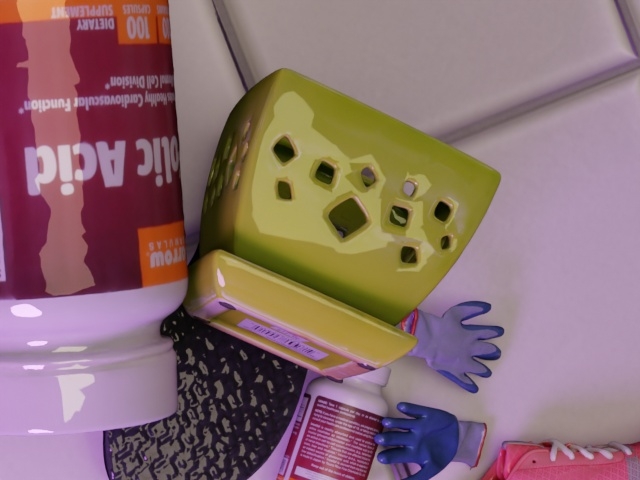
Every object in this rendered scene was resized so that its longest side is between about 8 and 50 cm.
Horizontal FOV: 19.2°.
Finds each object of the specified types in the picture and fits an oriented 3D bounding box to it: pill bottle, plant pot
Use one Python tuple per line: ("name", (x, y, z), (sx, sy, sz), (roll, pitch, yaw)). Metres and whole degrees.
("pill bottle", (-0.230, -0.038, 1.637), (0.224, 0.224, 0.392), (-5, 94, -12))
("plant pot", (0.000, 0.000, 1.709), (0.228, 0.227, 0.207), (24, 77, -10))
("pill bottle", (0.016, 0.188, 1.853), (0.086, 0.086, 0.152), (19, 85, -11))

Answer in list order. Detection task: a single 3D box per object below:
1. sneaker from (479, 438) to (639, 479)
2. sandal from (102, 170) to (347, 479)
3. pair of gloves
("sneaker", (0.246, 0.244, 1.886), (0.314, 0.116, 0.136), (-30, 93, -11))
("sandal", (-0.079, 0.065, 1.841), (0.167, 0.107, 0.445), (26, 71, -9))
("pair of gloves", (0.118, 0.152, 1.871), (0.159, 0.023, 0.198), (13, 91, -45))
